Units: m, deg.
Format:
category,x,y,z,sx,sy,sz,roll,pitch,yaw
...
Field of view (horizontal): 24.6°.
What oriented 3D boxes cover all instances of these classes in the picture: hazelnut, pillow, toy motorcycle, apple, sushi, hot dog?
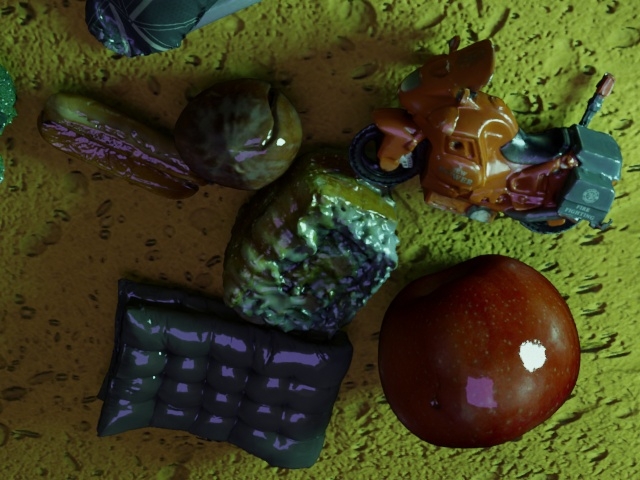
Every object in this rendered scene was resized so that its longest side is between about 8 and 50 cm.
category,x,y,z,sx,sy,sz,roll,pitch,yaw
hazelnut,-0.098,-0.123,1.748,0.154,0.143,0.143,4,126,2
pillow,-0.132,-0.334,1.598,0.335,0.092,0.161,-36,98,19
toy motorcycle,0.211,-0.119,1.729,0.326,0.148,0.221,16,128,-13
apple,0.196,0.142,1.849,0.260,0.260,0.216,-19,99,17
sushi,0.000,0.000,1.827,0.184,0.139,0.274,30,124,-20
hot dog,-0.235,-0.115,1.808,0.236,0.062,0.092,26,139,-21
pillow,-0.137,0.188,2.002,0.326,0.101,0.228,12,125,-7

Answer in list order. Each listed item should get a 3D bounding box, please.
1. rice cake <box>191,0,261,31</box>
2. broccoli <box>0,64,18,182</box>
category,x,y,z,sx,sy,sz,roll,pitch,yaw
rice cake,-0.144,-0.282,1.691,0.222,0.042,0.080,-20,117,18
broccoli,-0.498,-0.117,1.740,0.254,0.269,0.269,28,123,-10
